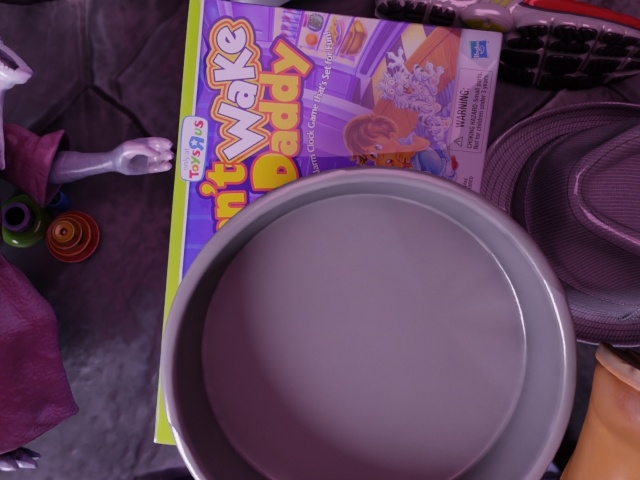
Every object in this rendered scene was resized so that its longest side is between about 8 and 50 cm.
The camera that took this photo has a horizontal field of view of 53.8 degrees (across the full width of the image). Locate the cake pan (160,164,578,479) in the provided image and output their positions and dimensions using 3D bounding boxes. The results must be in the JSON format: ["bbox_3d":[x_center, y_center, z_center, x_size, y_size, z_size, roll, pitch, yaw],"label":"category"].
[{"bbox_3d":[0.034,0.091,0.465,0.293,0.054,0.293,0,98,-1],"label":"cake pan"}]

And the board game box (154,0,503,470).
[{"bbox_3d":[0.000,0.000,0.519,0.233,0.078,0.347,6,98,-2],"label":"board game box"}]

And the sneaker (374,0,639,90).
[{"bbox_3d":[0.194,-0.232,0.614,0.279,0.107,0.118,15,74,0],"label":"sneaker"}]

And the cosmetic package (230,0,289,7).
[{"bbox_3d":[0.010,-0.475,0.519,0.394,0.329,0.327,-30,74,-8],"label":"cosmetic package"}]

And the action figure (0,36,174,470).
[{"bbox_3d":[-0.298,-0.009,0.498,0.276,0.248,0.370,4,91,30],"label":"action figure"}]

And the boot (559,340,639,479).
[{"bbox_3d":[0.193,0.194,0.434,0.109,0.283,0.220,28,83,24],"label":"boot"}]

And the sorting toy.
[{"bbox_3d":[-0.254,-0.019,0.581,0.102,0.042,0.061,17,79,1],"label":"sorting toy"}]

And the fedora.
[{"bbox_3d":[0.286,-0.028,0.568,0.275,0.124,0.243,7,79,-2],"label":"fedora"}]

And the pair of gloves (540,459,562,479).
[{"bbox_3d":[0.180,0.272,0.557,0.198,0.023,0.159,-28,80,-12],"label":"pair of gloves"}]
